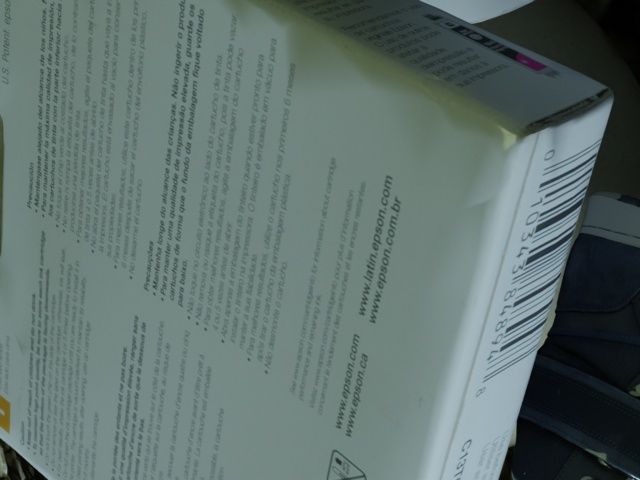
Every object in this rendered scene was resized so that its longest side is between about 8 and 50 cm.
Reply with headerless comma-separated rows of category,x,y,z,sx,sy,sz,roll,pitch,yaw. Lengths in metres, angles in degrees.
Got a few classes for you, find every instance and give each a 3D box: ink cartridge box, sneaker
ink cartridge box,-0.057,0.017,0.588,0.330,0.071,0.324,33,129,31
sneaker,0.186,0.083,0.556,0.226,0.086,0.163,20,83,45

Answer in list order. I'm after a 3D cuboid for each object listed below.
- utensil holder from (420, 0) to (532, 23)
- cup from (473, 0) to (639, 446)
utensil holder,0.040,-0.336,0.550,0.385,0.328,0.327,54,132,14
cup,0.000,0.000,0.753,0.331,0.237,0.331,16,114,40
